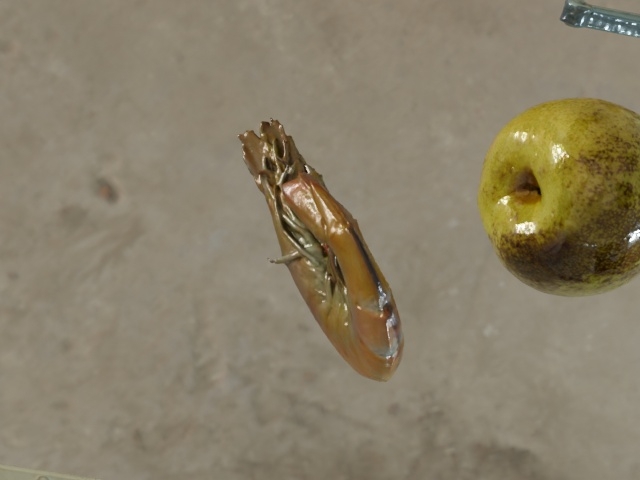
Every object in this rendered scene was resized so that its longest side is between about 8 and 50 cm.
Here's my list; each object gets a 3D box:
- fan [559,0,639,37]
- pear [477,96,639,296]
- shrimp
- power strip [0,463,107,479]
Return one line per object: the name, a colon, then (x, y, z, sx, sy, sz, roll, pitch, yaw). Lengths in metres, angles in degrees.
fan: (0.224, -0.120, 0.852, 0.193, 0.038, 0.016, 5, 116, -26)
pear: (0.260, -0.043, 1.433, 0.197, 0.197, 0.197, 9, 70, -27)
shrimp: (0.000, 0.000, 1.144, 0.068, 0.150, 0.248, -22, 57, -18)
power strip: (-0.248, 0.193, 0.948, 0.367, 0.043, 0.106, 12, 57, -12)
